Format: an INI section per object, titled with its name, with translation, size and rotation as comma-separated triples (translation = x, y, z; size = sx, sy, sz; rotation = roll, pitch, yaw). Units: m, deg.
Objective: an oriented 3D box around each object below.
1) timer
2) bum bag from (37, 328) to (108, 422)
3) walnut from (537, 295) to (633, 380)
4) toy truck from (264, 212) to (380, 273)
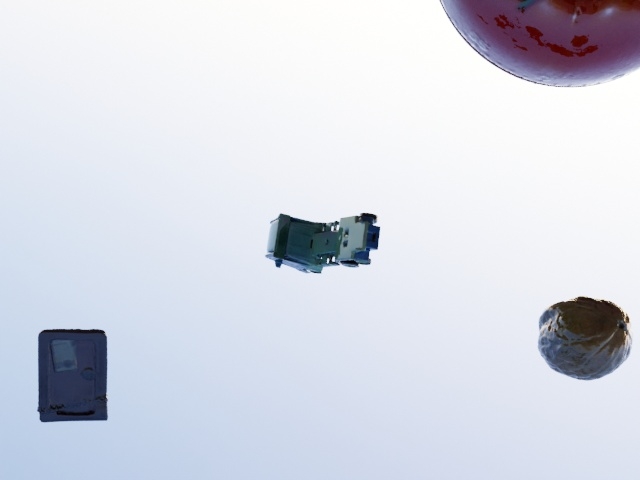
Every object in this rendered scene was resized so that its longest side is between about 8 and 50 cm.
[timer]
translation = 0.324, -0.386, 1.327
size = 0.377, 0.378, 0.279
rotation = 10, -176, -3
[bum bag]
translation = -0.382, 0.208, 1.601
size = 0.109, 0.160, 0.026
rotation = 2, -161, -9
[walnut]
translation = 0.303, 0.112, 1.200
size = 0.105, 0.105, 0.124
rotation = -2, 175, -34
[toy truck]
translation = 0.000, 0.000, 1.246
size = 0.081, 0.067, 0.175
rotation = 14, 169, -30
